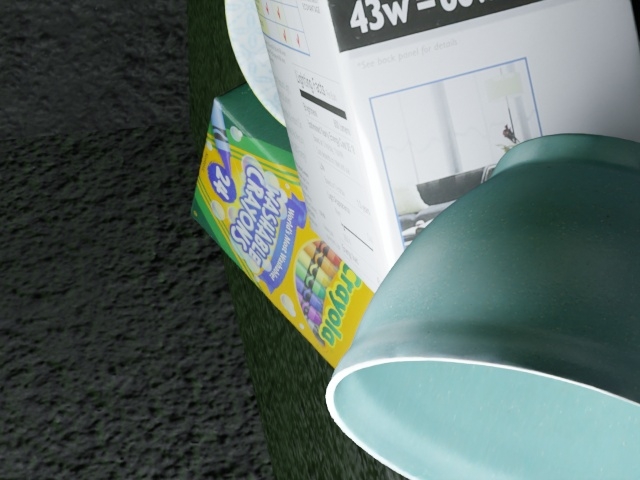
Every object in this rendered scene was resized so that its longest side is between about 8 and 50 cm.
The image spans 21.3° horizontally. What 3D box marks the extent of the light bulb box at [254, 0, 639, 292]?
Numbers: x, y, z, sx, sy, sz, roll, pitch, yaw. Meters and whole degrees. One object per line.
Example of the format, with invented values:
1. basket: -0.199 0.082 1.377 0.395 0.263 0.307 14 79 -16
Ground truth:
1. light bulb box: 0.084 -0.171 1.339 0.358 0.225 0.361 -135 31 -74

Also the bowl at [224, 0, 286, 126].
1. bowl: 0.067 -0.238 1.663 0.156 0.289 0.290 -19 -72 -55

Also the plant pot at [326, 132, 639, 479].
1. plant pot: 0.171 0.055 1.092 0.293 0.293 0.196 108 -179 -67

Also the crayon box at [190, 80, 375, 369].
1. crayon box: 0.000 0.000 1.817 0.323 0.083 0.203 45 146 21
